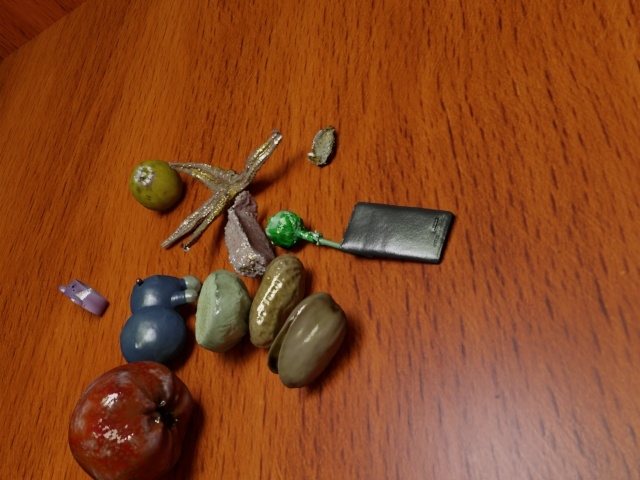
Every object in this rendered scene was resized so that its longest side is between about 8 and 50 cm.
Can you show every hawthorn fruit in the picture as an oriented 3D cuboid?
[{"bbox_3d":[-0.412,0.406,1.624,0.284,0.284,0.285,-23,46,26],"label":"hawthorn fruit"}]

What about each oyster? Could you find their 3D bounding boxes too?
[{"bbox_3d":[0.015,-0.249,1.925,0.086,0.029,0.132,19,70,41],"label":"oyster"}]

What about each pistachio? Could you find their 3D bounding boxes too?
[{"bbox_3d":[-0.028,0.204,1.531,0.206,0.131,0.129,-55,33,-2],"label":"pistachio"}]

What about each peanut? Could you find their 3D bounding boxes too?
[{"bbox_3d":[-0.097,0.136,1.668,0.108,0.095,0.226,14,70,28],"label":"peanut"}]

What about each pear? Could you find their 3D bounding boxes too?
[{"bbox_3d":[-0.489,-0.164,2.203,0.148,0.162,0.149,-14,60,25],"label":"pear"}]

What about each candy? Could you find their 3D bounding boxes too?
[{"bbox_3d":[0.000,-0.002,1.722,0.323,0.097,0.097,16,71,38],"label":"candy"}]

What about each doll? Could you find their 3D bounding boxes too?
[{"bbox_3d":[-0.410,0.207,1.863,0.228,0.154,0.259,-23,53,21],"label":"doll"}]

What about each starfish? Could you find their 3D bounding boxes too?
[{"bbox_3d":[-0.297,-0.136,2.024,0.398,0.132,0.384,17,67,51],"label":"starfish"}]

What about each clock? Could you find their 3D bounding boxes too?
[{"bbox_3d":[-0.693,0.159,2.159,0.152,0.110,0.050,23,77,48],"label":"clock"}]

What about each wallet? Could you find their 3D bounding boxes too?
[{"bbox_3d":[0.161,-0.018,1.592,0.244,0.025,0.124,8,67,33],"label":"wallet"}]

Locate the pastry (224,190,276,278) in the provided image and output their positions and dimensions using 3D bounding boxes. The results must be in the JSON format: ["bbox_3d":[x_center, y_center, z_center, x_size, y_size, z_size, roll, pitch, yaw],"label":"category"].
[{"bbox_3d":[-0.182,0.001,1.833,0.112,0.102,0.265,-43,37,23],"label":"pastry"}]

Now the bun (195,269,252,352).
[{"bbox_3d":[-0.217,0.166,1.709,0.195,0.118,0.196,-167,90,-73],"label":"bun"}]
